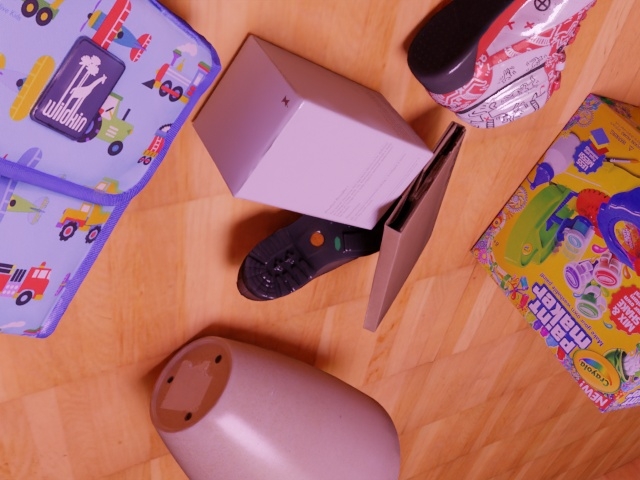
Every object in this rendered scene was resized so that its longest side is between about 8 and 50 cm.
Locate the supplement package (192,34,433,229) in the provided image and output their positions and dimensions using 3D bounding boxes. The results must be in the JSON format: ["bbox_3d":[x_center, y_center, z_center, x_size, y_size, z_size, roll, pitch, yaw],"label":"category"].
[{"bbox_3d":[-0.005,-0.093,0.669,0.179,0.105,0.105,13,125,-46],"label":"supplement package"}]

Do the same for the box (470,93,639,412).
[{"bbox_3d":[0.405,0.017,0.943,0.177,0.290,0.279,3,130,-38],"label":"box"}]

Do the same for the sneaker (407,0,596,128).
[{"bbox_3d":[0.220,-0.221,0.703,0.270,0.090,0.145,-40,144,16],"label":"sneaker"}]

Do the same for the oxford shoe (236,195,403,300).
[{"bbox_3d":[0.000,0.000,0.820,0.227,0.082,0.096,-24,175,-26],"label":"oxford shoe"}]

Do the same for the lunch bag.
[{"bbox_3d":[-0.212,-0.086,0.493,0.293,0.138,0.221,-48,154,10],"label":"lunch bag"}]

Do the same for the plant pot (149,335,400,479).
[{"bbox_3d":[-0.077,0.245,0.920,0.256,0.256,0.274,-38,128,8],"label":"plant pot"}]

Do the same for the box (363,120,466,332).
[{"bbox_3d":[0.100,-0.009,0.799,0.164,0.021,0.201,-55,165,-32],"label":"box"}]
